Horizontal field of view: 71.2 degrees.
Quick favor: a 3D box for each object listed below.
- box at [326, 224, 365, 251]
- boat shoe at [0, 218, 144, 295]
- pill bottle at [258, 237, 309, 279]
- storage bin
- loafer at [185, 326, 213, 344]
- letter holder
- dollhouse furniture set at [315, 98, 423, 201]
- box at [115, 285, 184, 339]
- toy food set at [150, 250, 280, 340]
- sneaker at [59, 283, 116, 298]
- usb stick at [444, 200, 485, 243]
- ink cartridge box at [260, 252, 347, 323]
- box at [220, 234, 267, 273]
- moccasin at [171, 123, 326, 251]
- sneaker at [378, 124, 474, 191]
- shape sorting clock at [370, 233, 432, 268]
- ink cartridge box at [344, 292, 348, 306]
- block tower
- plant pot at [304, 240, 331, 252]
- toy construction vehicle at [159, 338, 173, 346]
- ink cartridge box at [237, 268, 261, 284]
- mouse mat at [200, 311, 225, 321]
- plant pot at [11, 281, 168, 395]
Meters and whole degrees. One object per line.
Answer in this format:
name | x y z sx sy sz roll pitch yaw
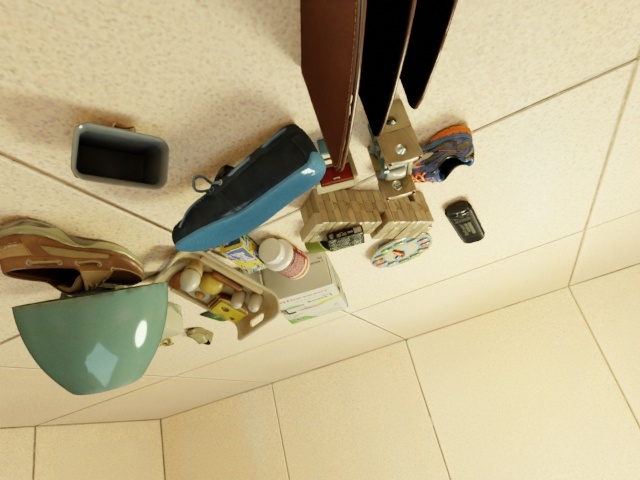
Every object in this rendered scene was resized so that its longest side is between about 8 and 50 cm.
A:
box | 0.059 -0.003 1.020 0.084 0.018 0.067 -16 156 2
boat shoe | -0.517 0.062 0.943 0.123 0.116 0.324 -26 153 22
pill bottle | -0.097 0.047 1.180 0.086 0.086 0.152 -22 154 16
storage bin | -0.320 -0.129 0.701 0.135 0.098 0.091 5 176 -37
loafer | -0.452 0.365 1.692 0.056 0.050 0.148 -23 154 16
letter holder | 0.071 -0.245 0.507 0.152 0.214 0.301 -11 155 -7
dollhouse furniture set | 0.075 -0.146 0.820 0.184 0.128 0.129 -15 155 0
box | -0.521 0.217 1.295 0.113 0.094 0.275 -18 155 9
toy food set | -0.288 0.158 1.182 0.306 0.092 0.220 34 133 -20
sneaker | -0.531 0.142 1.110 0.235 0.106 0.078 1 179 -7
usb stick | 0.429 -0.049 1.318 0.077 0.045 0.278 -17 156 23
ink cartridge box | -0.044 0.153 1.394 0.202 0.117 0.278 -17 155 5
box | -0.193 0.029 1.127 0.059 0.054 0.169 -18 154 7
moccasin | -0.144 -0.091 0.842 0.342 0.116 0.138 -29 164 17
sneaker | 0.218 -0.153 0.933 0.221 0.087 0.083 -29 151 28
shape sorting clock | 0.255 0.037 1.406 0.207 0.040 0.206 -12 155 -6
ink cartridge box | 0.031 0.207 1.615 0.104 0.060 0.180 -17 155 7
block tower | 0.114 -0.060 1.068 0.336 0.097 0.091 -3 153 -27
plant pot | 0.000 0.000 1.157 0.083 0.083 0.079 5 160 -37
toy construction vehicle | -0.616 0.386 1.676 0.098 0.035 0.086 -15 166 7
ink cartridge box | -0.232 0.151 1.308 0.056 0.099 0.135 9 146 -41
mouse mat | -0.309 0.247 1.579 0.190 0.007 0.153 -22 154 14
plant pot | -0.458 0.205 0.936 0.291 0.195 0.290 -9 179 0
